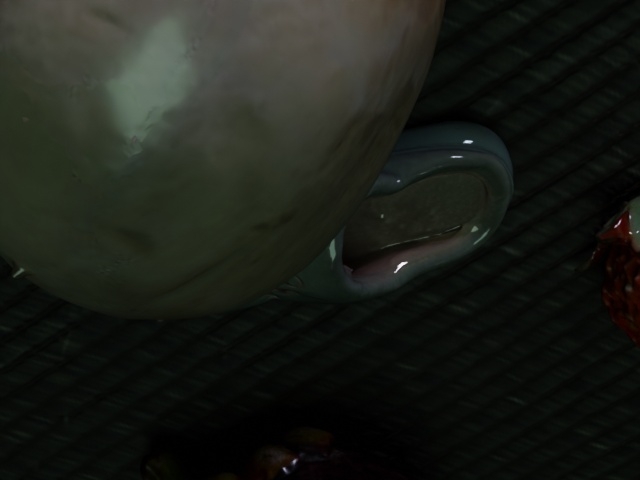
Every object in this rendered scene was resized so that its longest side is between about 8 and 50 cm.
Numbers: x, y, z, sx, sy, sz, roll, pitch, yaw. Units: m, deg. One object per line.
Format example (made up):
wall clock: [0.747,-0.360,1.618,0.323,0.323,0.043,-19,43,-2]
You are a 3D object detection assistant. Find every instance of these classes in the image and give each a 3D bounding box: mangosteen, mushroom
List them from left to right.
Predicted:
mushroom: [-0.093,-0.119,0.578,0.290,0.292,0.292,26,122,12]
mangosteen: [-0.025,0.224,0.836,0.250,0.211,0.211,34,119,9]

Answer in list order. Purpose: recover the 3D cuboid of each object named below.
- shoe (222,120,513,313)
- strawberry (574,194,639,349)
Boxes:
shoe: [0.000,0.000,0.734,0.251,0.100,0.103,-16,125,2]
strawberry: [0.273,0.051,0.793,0.174,0.098,0.228,-22,122,10]
